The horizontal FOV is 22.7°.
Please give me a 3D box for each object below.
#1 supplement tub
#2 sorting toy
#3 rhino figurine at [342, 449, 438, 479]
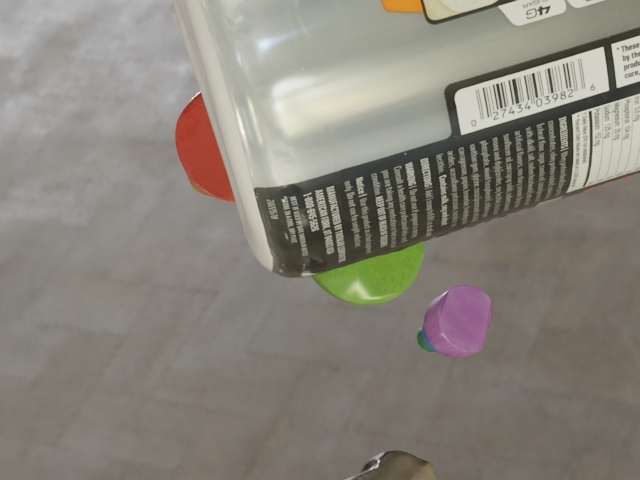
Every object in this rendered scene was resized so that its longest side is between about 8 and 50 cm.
[{"bbox_3d":[0.097,-0.115,0.704,0.316,0.193,0.193,-18,39,-4],"label":"supplement tub"},{"bbox_3d":[0.000,0.000,1.551,0.127,0.365,0.126,-56,8,-26],"label":"sorting toy"},{"bbox_3d":[0.010,0.224,1.138,0.106,0.073,0.243,-44,-6,34],"label":"rhino figurine"}]
